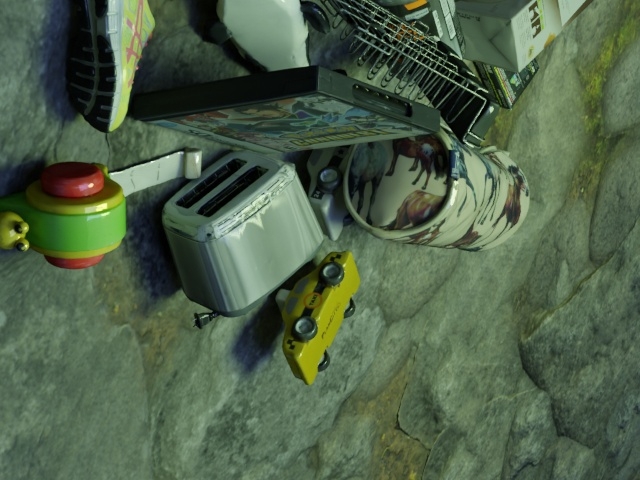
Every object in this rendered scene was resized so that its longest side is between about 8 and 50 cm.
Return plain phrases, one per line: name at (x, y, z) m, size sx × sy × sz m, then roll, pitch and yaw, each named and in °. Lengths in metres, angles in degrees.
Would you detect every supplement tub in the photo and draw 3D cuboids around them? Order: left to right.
supplement tub at (0.124, -0.319, 1.843) m, size 0.117 × 0.117 × 0.190 m, roll -49°, pitch 138°, yaw -24°

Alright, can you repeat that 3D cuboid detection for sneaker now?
sneaker at (-0.221, -0.222, 1.498) m, size 0.094 × 0.081 × 0.208 m, roll -15°, pitch 118°, yaw -49°

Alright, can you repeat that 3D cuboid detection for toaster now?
toaster at (-0.107, -0.010, 1.708) m, size 0.227 × 0.129 × 0.146 m, roll -40°, pitch 131°, yaw -28°

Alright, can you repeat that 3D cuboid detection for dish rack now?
dish rack at (0.094, -0.237, 1.697) m, size 0.271 × 0.208 × 0.074 m, roll 26°, pitch 110°, yaw -31°

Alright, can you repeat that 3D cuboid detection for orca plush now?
orca plush at (-0.046, -0.281, 1.669) m, size 0.287 × 0.151 × 0.102 m, roll 35°, pitch 49°, yaw -49°

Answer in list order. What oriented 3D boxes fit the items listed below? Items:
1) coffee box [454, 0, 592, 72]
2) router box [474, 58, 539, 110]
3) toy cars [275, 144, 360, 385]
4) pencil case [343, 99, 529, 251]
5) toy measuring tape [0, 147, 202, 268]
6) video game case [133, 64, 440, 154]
coffee box at (0.305, -0.368, 2.021) m, size 0.246 × 0.141 × 0.098 m, roll -43°, pitch 136°, yaw -28°
router box at (0.294, -0.280, 2.135) m, size 0.092 × 0.038 × 0.122 m, roll -55°, pitch 141°, yaw -18°
toy cars at (0.000, 0.000, 1.879) m, size 0.176 × 0.087 × 0.393 m, roll -12°, pitch 114°, yaw -65°
pencil case at (0.178, -0.079, 1.925) m, size 0.183 × 0.160 × 0.410 m, roll -66°, pitch 158°, yaw 7°
toy measuring tape at (-0.231, -0.043, 1.546) m, size 0.330 × 0.121 × 0.121 m, roll -21°, pitch 123°, yaw -44°
video game case at (-0.038, -0.150, 1.604) m, size 0.248 × 0.275 × 0.035 m, roll 12°, pitch 78°, yaw -52°
